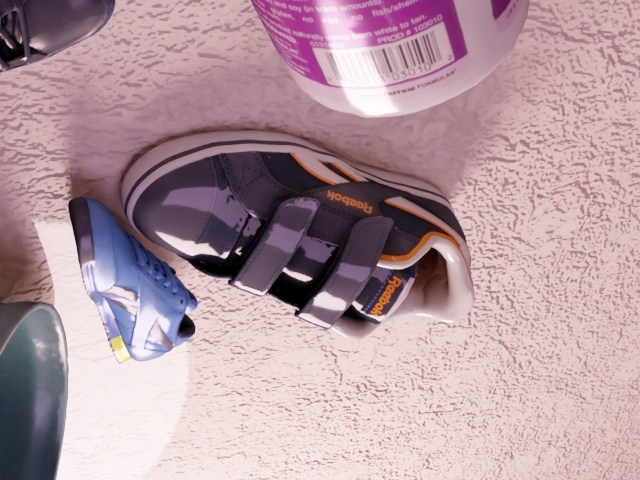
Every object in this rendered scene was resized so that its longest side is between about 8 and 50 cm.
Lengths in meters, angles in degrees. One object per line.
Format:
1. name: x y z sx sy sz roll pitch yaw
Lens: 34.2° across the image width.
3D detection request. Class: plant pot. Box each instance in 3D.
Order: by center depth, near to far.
1. plant pot: -0.328 0.177 0.784 0.196 0.293 0.293 8 136 0

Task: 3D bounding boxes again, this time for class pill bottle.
1. pill bottle: 0.010 -0.221 0.573 0.169 0.169 0.301 -27 142 2

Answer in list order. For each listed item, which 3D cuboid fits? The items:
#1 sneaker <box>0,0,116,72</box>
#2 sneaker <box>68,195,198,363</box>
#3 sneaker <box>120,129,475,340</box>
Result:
1. sneaker: -0.215 -0.091 0.604 0.226 0.163 0.086 -16 139 -14
2. sneaker: -0.148 0.028 0.844 0.082 0.069 0.209 -14 145 -5
3. sneaker: 0.000 0.000 0.853 0.321 0.127 0.126 7 133 -32
